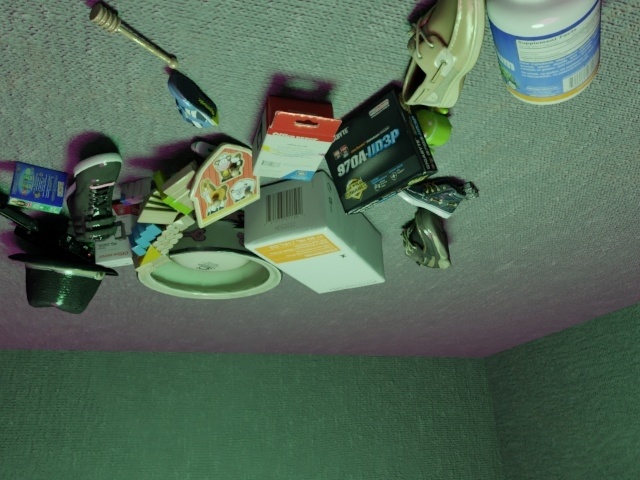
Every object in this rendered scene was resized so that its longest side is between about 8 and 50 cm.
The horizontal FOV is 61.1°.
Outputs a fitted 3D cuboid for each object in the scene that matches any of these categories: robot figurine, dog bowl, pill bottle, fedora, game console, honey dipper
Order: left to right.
[{"bbox_3d":[-0.762,-0.042,1.386,0.213,0.044,0.361,8,156,32],"label":"game console"},{"bbox_3d":[-0.774,0.134,1.621,0.334,0.152,0.334,9,172,1],"label":"fedora"},{"bbox_3d":[-0.295,-0.324,0.880,0.030,0.030,0.161,-19,154,32],"label":"honey dipper"},{"bbox_3d":[-0.314,0.042,1.573,0.408,0.150,0.408,-3,157,-1],"label":"dog bowl"},{"bbox_3d":[0.220,-0.228,1.101,0.115,0.101,0.067,1,-156,-46],"label":"robot figurine"},{"bbox_3d":[0.323,-0.331,0.786,0.152,0.152,0.272,-13,154,22],"label":"pill bottle"}]

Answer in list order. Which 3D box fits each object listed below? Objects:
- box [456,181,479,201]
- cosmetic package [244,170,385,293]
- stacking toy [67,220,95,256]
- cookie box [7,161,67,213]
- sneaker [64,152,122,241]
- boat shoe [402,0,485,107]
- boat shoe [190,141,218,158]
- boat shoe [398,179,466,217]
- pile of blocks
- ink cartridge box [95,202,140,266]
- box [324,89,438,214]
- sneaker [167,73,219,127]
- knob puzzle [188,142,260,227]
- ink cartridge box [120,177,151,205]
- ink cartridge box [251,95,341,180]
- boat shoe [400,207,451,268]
[{"bbox_3d":[0.370,-0.124,1.438,0.083,0.018,0.067,-16,153,28],"label":"box"},{"bbox_3d":[0.000,0.000,1.501,0.230,0.161,0.453,-13,155,21],"label":"cosmetic package"},{"bbox_3d":[-0.614,0.004,1.570,0.167,0.052,0.221,0,157,-6],"label":"stacking toy"},{"bbox_3d":[-0.641,-0.118,1.232,0.107,0.091,0.040,13,154,-32],"label":"cookie box"},{"bbox_3d":[-0.496,-0.086,1.224,0.105,0.146,0.296,-15,171,-39],"label":"sneaker"},{"bbox_3d":[0.190,-0.313,0.876,0.098,0.109,0.302,-4,162,0],"label":"boat shoe"},{"bbox_3d":[-0.240,-0.192,1.194,0.035,0.035,0.100,13,178,45],"label":"boat shoe"},{"bbox_3d":[0.279,-0.127,1.379,0.183,0.065,0.083,20,124,-22],"label":"boat shoe"},{"bbox_3d":[-0.380,-0.070,1.274,0.149,0.112,0.362,6,135,-45],"label":"pile of blocks"},{"bbox_3d":[-0.520,-0.014,1.403,0.109,0.150,0.063,-9,169,12],"label":"ink cartridge box"},{"bbox_3d":[0.111,-0.171,1.096,0.051,0.175,0.220,-11,169,-45],"label":"box"},{"bbox_3d":[-0.248,-0.255,1.017,0.059,0.053,0.144,-9,155,19],"label":"sneaker"},{"bbox_3d":[-0.203,-0.130,1.206,0.213,0.030,0.213,-32,145,-26],"label":"knob puzzle"},{"bbox_3d":[-0.440,-0.118,1.311,0.083,0.048,0.028,-11,156,18],"label":"ink cartridge box"},{"bbox_3d":[-0.054,-0.214,1.102,0.134,0.078,0.231,4,156,-17],"label":"ink cartridge box"},{"bbox_3d":[0.307,0.012,1.605,0.130,0.132,0.355,-10,154,15],"label":"boat shoe"}]
